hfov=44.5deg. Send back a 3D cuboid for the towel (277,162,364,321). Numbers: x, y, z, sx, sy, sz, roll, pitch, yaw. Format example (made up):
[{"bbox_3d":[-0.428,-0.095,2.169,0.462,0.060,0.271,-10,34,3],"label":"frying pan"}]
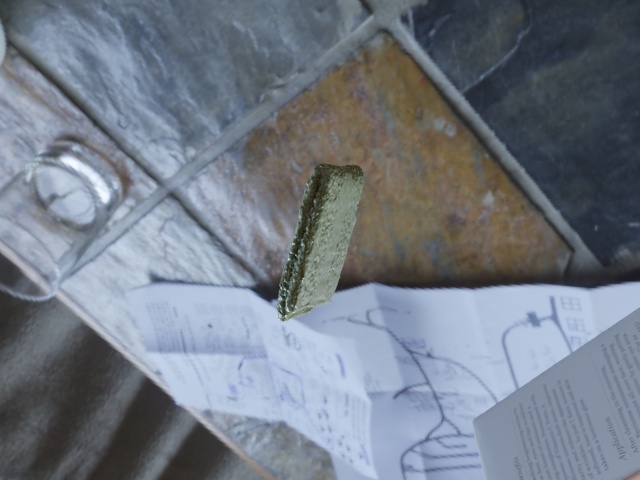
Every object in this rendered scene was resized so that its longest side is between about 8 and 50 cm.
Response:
[{"bbox_3d":[0.000,0.000,0.728,0.027,0.110,0.148,18,100,19],"label":"towel"}]

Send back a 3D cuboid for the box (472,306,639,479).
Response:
[{"bbox_3d":[0.200,0.124,0.460,0.130,0.091,0.170,31,122,-26],"label":"box"}]
